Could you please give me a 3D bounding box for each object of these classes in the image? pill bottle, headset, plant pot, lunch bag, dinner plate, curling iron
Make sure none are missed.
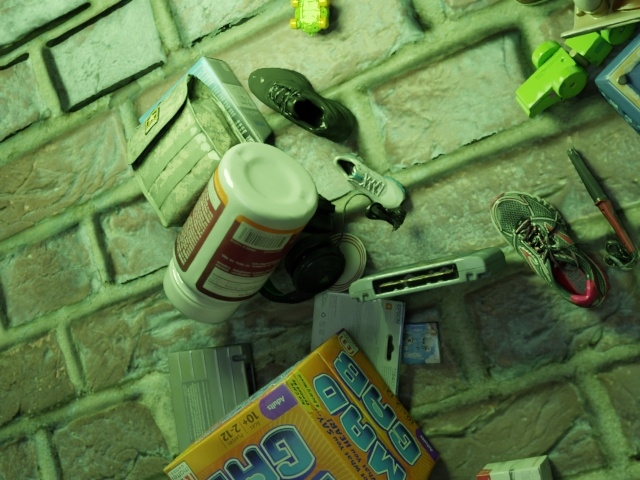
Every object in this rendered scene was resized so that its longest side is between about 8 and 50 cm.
[{"bbox_3d":[-0.186,-0.004,1.909,0.224,0.224,0.392,50,131,16],"label":"pill bottle"},{"bbox_3d":[0.000,0.000,1.997,0.394,0.185,0.243,-27,65,40],"label":"headset"},{"bbox_3d":[0.661,-0.295,1.626,0.236,0.212,0.236,-47,73,20],"label":"plant pot"},{"bbox_3d":[-0.310,-0.208,1.998,0.235,0.169,0.287,-43,67,24],"label":"lunch bag"},{"bbox_3d":[0.046,0.052,2.015,0.141,0.017,0.141,-13,64,29],"label":"dinner plate"},{"bbox_3d":[0.562,-0.064,1.775,0.068,0.035,0.274,-26,81,23],"label":"curling iron"}]

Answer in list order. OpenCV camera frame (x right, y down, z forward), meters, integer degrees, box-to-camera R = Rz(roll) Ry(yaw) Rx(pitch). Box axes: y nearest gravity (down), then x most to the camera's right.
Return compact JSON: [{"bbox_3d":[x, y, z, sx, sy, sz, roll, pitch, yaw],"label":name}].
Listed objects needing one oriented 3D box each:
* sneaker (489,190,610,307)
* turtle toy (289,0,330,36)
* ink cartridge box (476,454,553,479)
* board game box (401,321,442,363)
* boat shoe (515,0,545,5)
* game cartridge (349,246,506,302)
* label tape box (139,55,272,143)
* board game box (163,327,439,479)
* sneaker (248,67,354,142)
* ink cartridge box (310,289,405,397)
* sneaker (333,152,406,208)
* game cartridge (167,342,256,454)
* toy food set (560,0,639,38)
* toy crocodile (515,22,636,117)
[{"bbox_3d":[0.464,0.011,1.783,0.299,0.112,0.121,46,109,18],"label":"sneaker"},{"bbox_3d":[-0.015,-0.533,2.017,0.095,0.066,0.130,5,93,23],"label":"turtle toy"},{"bbox_3d":[0.406,0.494,1.830,0.135,0.099,0.056,-16,85,25],"label":"ink cartridge box"},{"bbox_3d":[0.221,0.228,1.953,0.090,0.020,0.090,-6,90,25],"label":"board game box"},{"bbox_3d":[0.491,-0.567,1.761,0.257,0.095,0.095,-32,78,23],"label":"boat shoe"},{"bbox_3d":[0.229,0.070,1.846,0.297,0.198,0.062,-13,94,25],"label":"game cartridge"},{"bbox_3d":[-0.250,-0.234,2.115,0.240,0.106,0.334,-39,77,22],"label":"label tape box"},{"bbox_3d":[-0.027,0.467,1.855,0.356,0.356,0.356,-39,86,23],"label":"board game box"},{"bbox_3d":[-0.059,-0.322,2.010,0.286,0.130,0.109,30,106,23],"label":"sneaker"},{"bbox_3d":[0.087,0.230,2.002,0.224,0.045,0.223,7,95,24],"label":"ink cartridge box"},{"bbox_3d":[0.103,-0.131,1.965,0.190,0.083,0.071,34,104,19],"label":"sneaker"},{"bbox_3d":[-0.253,0.438,2.164,0.230,0.068,0.355,-9,88,29],"label":"game cartridge"},{"bbox_3d":[0.541,-0.527,1.586,0.219,0.092,0.306,-6,75,45],"label":"toy food set"},{"bbox_3d":[0.529,-0.381,1.752,0.340,0.105,0.115,-48,45,19],"label":"toy crocodile"}]
